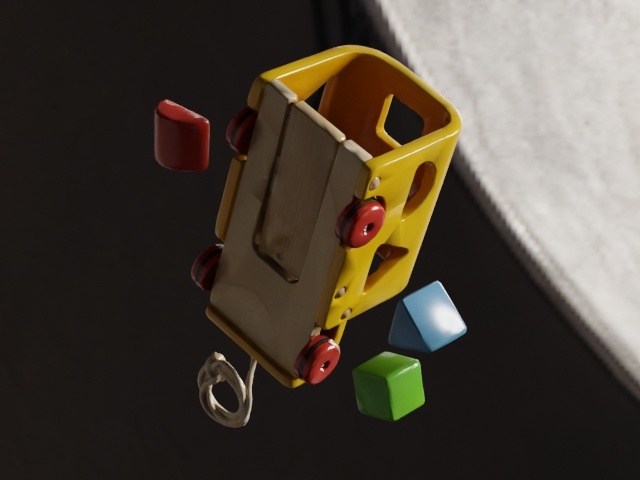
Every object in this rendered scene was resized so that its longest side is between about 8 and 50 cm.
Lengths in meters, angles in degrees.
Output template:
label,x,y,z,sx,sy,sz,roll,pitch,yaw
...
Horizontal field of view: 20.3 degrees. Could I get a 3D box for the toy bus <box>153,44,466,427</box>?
label,x,y,z,sx,sy,sz,roll,pitch,yaw
toy bus,0.006,-0.006,0.983,0.104,0.202,0.191,-24,100,-40
